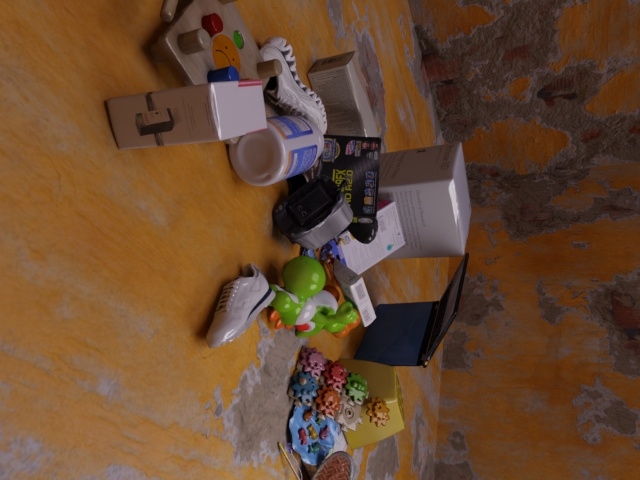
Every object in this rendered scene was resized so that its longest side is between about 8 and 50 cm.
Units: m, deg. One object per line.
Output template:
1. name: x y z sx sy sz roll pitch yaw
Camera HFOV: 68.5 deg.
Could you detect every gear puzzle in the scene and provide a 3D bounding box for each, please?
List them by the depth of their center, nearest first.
1. gear puzzle: 0.071 0.444 1.346 0.338 0.044 0.176 34 48 -15

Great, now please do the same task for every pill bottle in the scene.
1. pill bottle: -0.094 -0.232 1.172 0.272 0.152 0.153 -35 119 -61

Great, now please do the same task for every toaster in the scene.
1. toaster: -0.005 -0.075 1.286 0.129 0.227 0.146 53 3 27

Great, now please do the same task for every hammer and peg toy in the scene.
1. hammer and peg toy: -0.228 -0.404 0.941 0.361 0.127 0.266 58 39 -45

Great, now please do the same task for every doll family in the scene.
1. doll family: 0.000 0.000 1.435 0.193 0.075 0.112 -61 145 -44

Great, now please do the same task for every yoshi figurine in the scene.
1. yoshi figurine: -0.008 0.147 1.277 0.362 0.203 0.203 30 52 -58

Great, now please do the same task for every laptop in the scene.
1. laptop: 0.330 0.249 1.708 0.382 0.236 0.408 -54 164 -54

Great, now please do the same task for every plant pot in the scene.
1. plant pot: 0.169 0.523 1.540 0.212 0.187 0.213 -79 154 -59

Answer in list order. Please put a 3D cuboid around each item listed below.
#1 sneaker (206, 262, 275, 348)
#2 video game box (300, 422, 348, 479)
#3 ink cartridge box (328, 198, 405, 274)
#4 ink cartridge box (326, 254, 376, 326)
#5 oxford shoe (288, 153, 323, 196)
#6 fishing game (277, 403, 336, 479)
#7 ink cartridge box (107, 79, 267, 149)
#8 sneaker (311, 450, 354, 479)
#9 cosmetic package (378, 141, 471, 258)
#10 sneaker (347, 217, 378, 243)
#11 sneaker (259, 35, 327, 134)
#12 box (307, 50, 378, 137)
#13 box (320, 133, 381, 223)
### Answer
1. sneaker: -0.188 0.142 1.026 0.095 0.090 0.235 64 28 -16
2. video game box: 0.019 0.630 1.425 0.205 0.048 0.187 -58 140 -51
3. ink cartridge box: 0.151 0.004 1.646 0.311 0.065 0.186 -33 121 -23
4. ink cartridge box: 0.072 0.145 1.475 0.056 0.224 0.181 -35 127 -18
5. oxford shoe: -0.048 -0.209 1.350 0.096 0.082 0.228 18 70 -60
6. fishing game: -0.011 0.524 1.314 0.264 0.041 0.189 -30 99 -50
7. ink cartridge box: -0.226 -0.218 0.814 0.158 0.217 0.093 -39 127 -59
8. sneaker: 0.023 0.726 1.315 0.303 0.108 0.121 -68 157 -1
9. cosmetic package: 0.361 -0.150 1.841 0.329 0.392 0.328 -60 139 -51
10. sneaker: 0.077 -0.107 1.508 0.130 0.109 0.287 2 50 -51
11. sneaker: -0.086 -0.390 1.270 0.292 0.109 0.118 54 49 -30
12. box: 0.083 -0.452 1.584 0.121 0.147 0.311 -67 145 -44
13. box: 0.072 -0.190 1.438 0.060 0.216 0.271 83 13 -71
